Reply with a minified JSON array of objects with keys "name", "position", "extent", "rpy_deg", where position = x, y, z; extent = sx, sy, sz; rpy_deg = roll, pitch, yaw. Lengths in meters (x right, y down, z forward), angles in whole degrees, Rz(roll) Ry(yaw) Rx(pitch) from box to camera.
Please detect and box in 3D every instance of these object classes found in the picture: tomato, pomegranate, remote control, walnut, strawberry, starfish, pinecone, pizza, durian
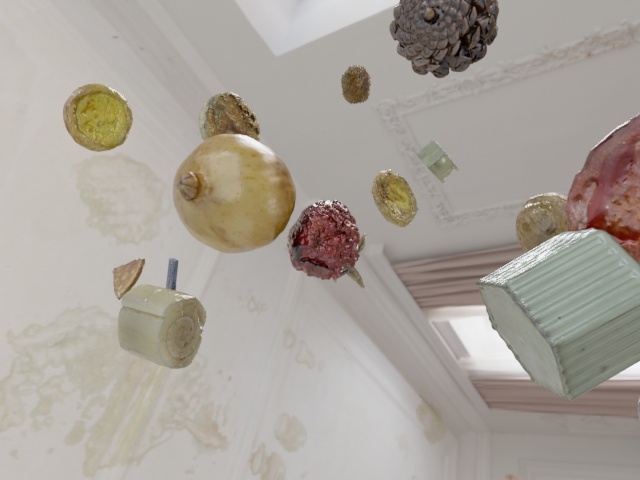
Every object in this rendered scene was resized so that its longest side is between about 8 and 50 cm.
[{"name":"tomato","position":[0.582,-0.072,0.839],"extent":[0.170,0.309,0.309],"rpy_deg":[-6,-94,-49]},{"name":"pomegranate","position":[-0.277,-0.142,1.513],"extent":[0.410,0.410,0.410],"rpy_deg":[25,-120,-53]},{"name":"remote control","position":[-0.440,0.129,1.473],"extent":[0.027,0.043,0.152],"rpy_deg":[2,-83,-35]},{"name":"walnut","position":[0.726,-0.042,1.572],"extent":[0.228,0.228,0.228],"rpy_deg":[25,-120,-53]},{"name":"strawberry","position":[0.000,0.000,1.657],"extent":[0.220,0.274,0.274],"rpy_deg":[11,-109,-64]},{"name":"starfish","position":[0.101,0.053,1.808],"extent":[0.050,0.138,0.247],"rpy_deg":[-46,-42,-68]},{"name":"pinecone","position":[0.244,-0.409,0.945],"extent":[0.208,0.208,0.207],"rpy_deg":[25,-120,-53]},{"name":"pizza","position":[-0.447,0.081,1.182],"extent":[0.029,0.099,0.100],"rpy_deg":[45,-171,-49]},{"name":"durian","position":[0.147,-0.641,2.051],"extent":[0.168,0.137,0.158],"rpy_deg":[-90,-21,-72]}]

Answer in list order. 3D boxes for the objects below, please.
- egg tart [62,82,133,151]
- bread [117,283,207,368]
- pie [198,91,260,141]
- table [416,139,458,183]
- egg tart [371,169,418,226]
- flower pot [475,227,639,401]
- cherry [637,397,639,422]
[{"name":"egg tart","position":[-0.624,-0.339,1.391],"extent":[0.191,0.074,0.191],"rpy_deg":[-1,-89,-43]},{"name":"bread","position":[-0.317,0.171,1.004],"extent":[0.134,0.141,0.148],"rpy_deg":[-12,-73,-55]},{"name":"pie","position":[-0.347,-0.439,1.933],"extent":[0.274,0.055,0.274],"rpy_deg":[4,-96,-42]},{"name":"table","position":[0.321,-0.215,1.361],"extent":[0.083,0.062,0.079],"rpy_deg":[36,-160,-37]},{"name":"egg tart","position":[0.280,-0.160,1.975],"extent":[0.252,0.098,0.232],"rpy_deg":[32,-125,-28]},{"name":"flower pot","position":[0.399,0.113,0.810],"extent":[0.209,0.190,0.239],"rpy_deg":[61,179,1]},{"name":"cherry","position":[0.812,0.398,1.115],"extent":[0.195,0.195,0.195],"rpy_deg":[25,-120,-53]}]
